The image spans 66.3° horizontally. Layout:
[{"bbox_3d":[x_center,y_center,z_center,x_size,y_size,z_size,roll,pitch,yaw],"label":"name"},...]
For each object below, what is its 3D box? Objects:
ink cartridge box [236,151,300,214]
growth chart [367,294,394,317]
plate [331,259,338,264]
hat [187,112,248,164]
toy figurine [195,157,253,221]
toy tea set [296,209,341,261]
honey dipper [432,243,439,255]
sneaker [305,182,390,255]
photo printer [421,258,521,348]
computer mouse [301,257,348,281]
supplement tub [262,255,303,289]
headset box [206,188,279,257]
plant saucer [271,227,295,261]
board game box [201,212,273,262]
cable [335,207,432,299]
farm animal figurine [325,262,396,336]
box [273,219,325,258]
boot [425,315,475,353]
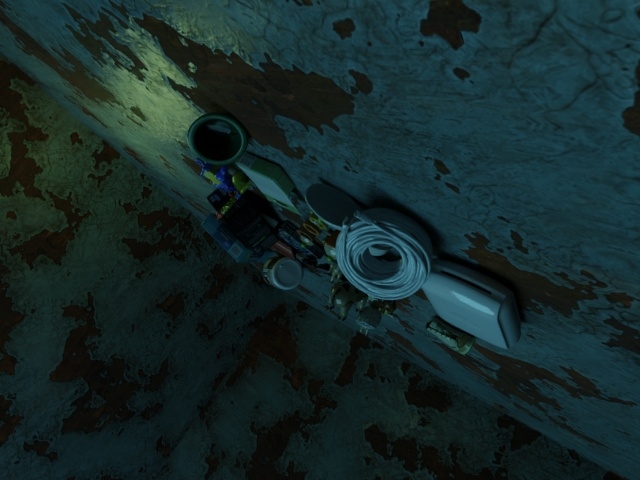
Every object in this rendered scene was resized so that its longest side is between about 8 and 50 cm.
[{"bbox_3d":[-0.157,-0.187,1.633,0.171,0.056,0.235,26,168,34],"label":"ink cartridge box"},{"bbox_3d":[0.252,0.298,2.454,0.237,0.021,0.172,44,165,-33],"label":"growth chart"},{"bbox_3d":[0.124,0.073,1.784,0.188,0.024,0.188,9,-169,-2],"label":"plate"},{"bbox_3d":[-0.308,-0.346,1.495,0.173,0.183,0.208,29,128,-27],"label":"hat"},{"bbox_3d":[-0.388,-0.223,1.813,0.217,0.191,0.362,42,165,-9],"label":"toy figurine"},{"bbox_3d":[0.000,0.000,1.758,0.200,0.124,0.336,36,167,-6],"label":"toy tea set"},{"bbox_3d":[0.259,0.009,1.359,0.030,0.030,0.161,44,166,-35],"label":"honey dipper"},{"bbox_3d":[0.080,-0.046,1.430,0.292,0.108,0.169,32,164,6],"label":"sneaker"},{"bbox_3d":[0.419,0.171,1.369,0.256,0.107,0.307,25,164,36],"label":"photo printer"},{"bbox_3d":[0.051,0.127,2.169,0.262,0.060,0.184,26,176,-10],"label":"computer mouse"},{"bbox_3d":[-0.230,0.186,2.867,0.193,0.193,0.316,38,167,-13],"label":"supplement tub"},{"bbox_3d":[-0.329,-0.088,2.131,0.246,0.131,0.283,46,174,25],"label":"headset box"},{"bbox_3d":[-0.231,-0.006,2.499,0.258,0.048,0.259,32,166,12],"label":"plant saucer"},{"bbox_3d":[-0.392,-0.008,2.368,0.254,0.079,0.336,44,-171,13],"label":"board game box"},{"bbox_3d":[0.165,0.037,1.293,0.257,0.089,0.257,22,130,5],"label":"cable"},{"bbox_3d":[0.134,0.163,1.846,0.330,0.327,0.172,28,124,20],"label":"farm animal figurine"},{"bbox_3d":[-0.097,0.000,2.170,0.220,0.051,0.175,38,167,-14],"label":"box"},{"bbox_3d":[0.511,0.372,1.947,0.165,0.077,0.213,36,170,2],"label":"boot"}]
